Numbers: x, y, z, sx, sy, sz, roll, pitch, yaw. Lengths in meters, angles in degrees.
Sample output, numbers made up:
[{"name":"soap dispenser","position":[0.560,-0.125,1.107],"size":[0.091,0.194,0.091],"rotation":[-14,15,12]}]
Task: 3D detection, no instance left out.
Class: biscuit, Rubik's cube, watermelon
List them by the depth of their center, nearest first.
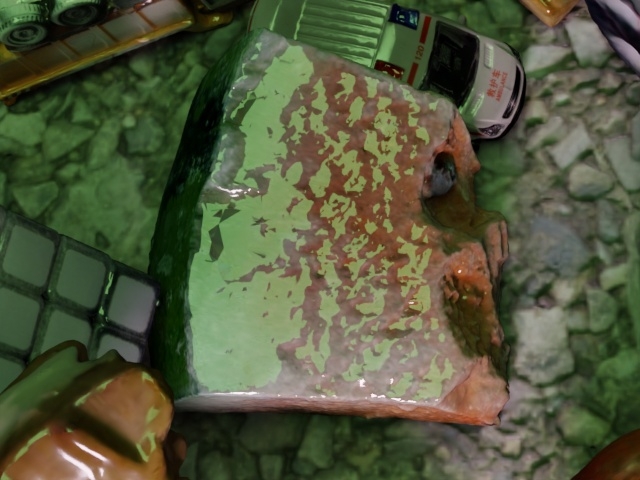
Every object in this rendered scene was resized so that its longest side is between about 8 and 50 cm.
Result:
[{"name":"biscuit","position":[-0.103,0.239,1.006],"size":[0.268,0.366,0.115],"rotation":[-52,31,-1]},{"name":"Rubik's cube","position":[-0.290,0.098,1.098],"size":[0.237,0.237,0.238],"rotation":[-6,65,46]},{"name":"watermelon","position":[-0.010,-0.004,1.141],"size":[0.302,0.151,0.264],"rotation":[4,78,16]}]

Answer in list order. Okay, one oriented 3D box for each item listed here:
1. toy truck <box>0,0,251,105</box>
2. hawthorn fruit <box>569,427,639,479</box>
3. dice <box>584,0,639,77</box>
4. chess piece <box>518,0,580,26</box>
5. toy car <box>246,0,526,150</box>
[{"name":"toy truck","position":[-0.162,-0.208,1.261],"size":[0.270,0.135,0.114],"rotation":[-19,72,12]},{"name":"hawthorn fruit","position":[0.202,0.227,1.009],"size":[0.225,0.196,0.196],"rotation":[-28,69,11]},{"name":"dice","position":[0.301,-0.181,1.110],"size":[0.181,0.183,0.182],"rotation":[-43,68,0]},{"name":"chess piece","position":[0.124,-0.300,1.235],"size":[0.301,0.137,0.137],"rotation":[41,86,10]},{"name":"toy car","position":[0.048,-0.135,1.195],"size":[0.209,0.108,0.089],"rotation":[14,78,17]}]
